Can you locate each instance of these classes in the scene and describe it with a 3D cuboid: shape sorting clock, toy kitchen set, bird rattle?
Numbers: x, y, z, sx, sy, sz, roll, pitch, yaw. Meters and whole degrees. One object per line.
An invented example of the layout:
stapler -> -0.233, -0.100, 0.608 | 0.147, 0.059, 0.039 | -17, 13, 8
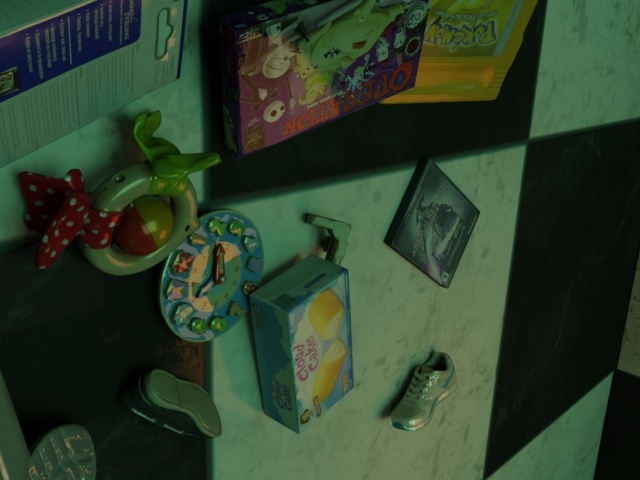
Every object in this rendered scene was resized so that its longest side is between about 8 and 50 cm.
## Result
shape sorting clock -> -0.157, 0.054, 1.030 | 0.206, 0.040, 0.206 | -20, 118, -43
toy kitchen set -> 0.000, 0.000, 1.192 | 0.075, 0.068, 0.083 | 14, 94, -22
bird rattle -> -0.234, -0.031, 0.855 | 0.253, 0.143, 0.207 | -45, 149, -24

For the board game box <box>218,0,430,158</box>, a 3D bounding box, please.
board game box -> 0.014, -0.267, 1.000 | 0.346, 0.056, 0.208 | -27, 149, -26

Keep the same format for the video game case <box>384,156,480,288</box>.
video game case -> 0.246, -0.031, 1.467 | 0.274, 0.026, 0.196 | 34, 78, -50

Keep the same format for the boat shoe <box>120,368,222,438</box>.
boat shoe -> -0.219, 0.253, 1.035 | 0.064, 0.075, 0.206 | -24, 142, 11

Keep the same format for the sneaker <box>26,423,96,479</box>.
sneaker -> -0.402, 0.315, 0.795 | 0.321, 0.180, 0.125 | -45, 124, -75

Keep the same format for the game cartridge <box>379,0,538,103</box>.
game cartridge -> 0.232, -0.375, 1.147 | 0.285, 0.053, 0.324 | -7, 135, -23

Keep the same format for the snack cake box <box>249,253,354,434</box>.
snack cake box -> -0.026, 0.177, 1.168 | 0.152, 0.089, 0.265 | -34, 133, -39

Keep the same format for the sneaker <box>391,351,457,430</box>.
sneaker -> 0.226, 0.338, 1.542 | 0.228, 0.087, 0.092 | -36, 122, -44

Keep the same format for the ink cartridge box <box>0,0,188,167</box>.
ink cartridge box -> -0.296, -0.175, 0.708 | 0.371, 0.069, 0.176 | -36, 162, -33

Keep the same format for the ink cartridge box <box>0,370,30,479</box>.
ink cartridge box -> -0.418, 0.218, 0.599 | 0.270, 0.197, 0.198 | -13, 116, -15
